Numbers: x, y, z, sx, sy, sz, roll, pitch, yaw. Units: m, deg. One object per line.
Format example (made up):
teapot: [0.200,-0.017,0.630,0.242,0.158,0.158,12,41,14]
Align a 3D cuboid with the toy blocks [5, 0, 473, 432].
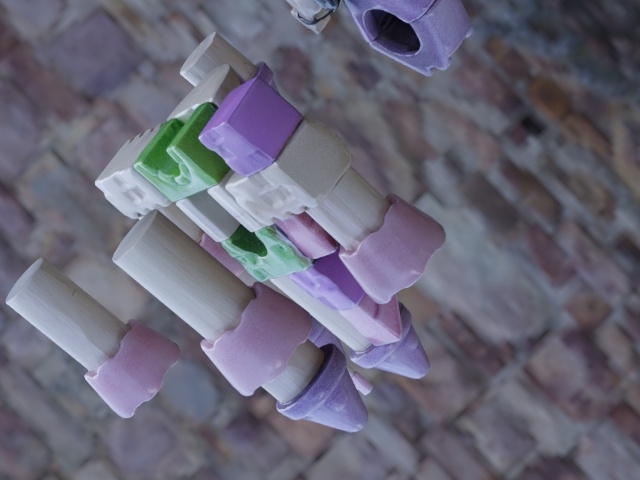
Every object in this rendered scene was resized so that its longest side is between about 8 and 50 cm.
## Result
toy blocks: [0.000,0.000,1.344,0.260,0.309,0.288,41,157,-15]
